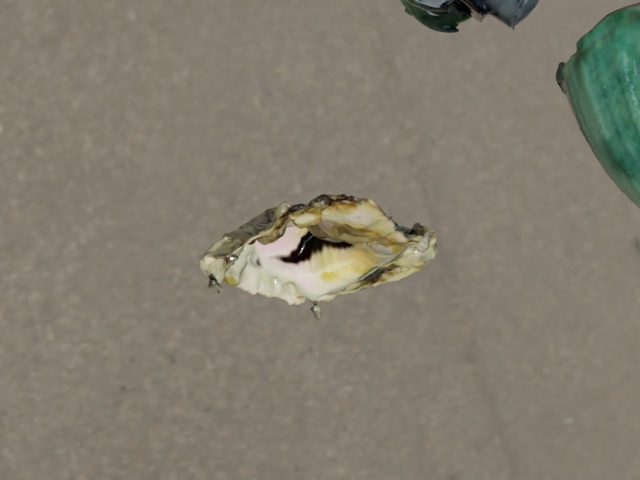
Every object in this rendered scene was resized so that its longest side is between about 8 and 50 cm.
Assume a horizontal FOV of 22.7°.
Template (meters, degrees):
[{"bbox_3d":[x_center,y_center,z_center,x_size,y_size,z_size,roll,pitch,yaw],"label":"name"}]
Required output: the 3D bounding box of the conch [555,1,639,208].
[{"bbox_3d":[0.263,-0.077,0.905,0.196,0.202,0.134,28,34,-44],"label":"conch"}]

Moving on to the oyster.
[{"bbox_3d":[-0.003,-0.001,1.647,0.354,0.201,0.107,25,41,-64],"label":"oyster"}]

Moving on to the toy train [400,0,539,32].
[{"bbox_3d":[0.096,-0.341,1.417,0.307,0.249,0.173,34,2,8],"label":"toy train"}]
